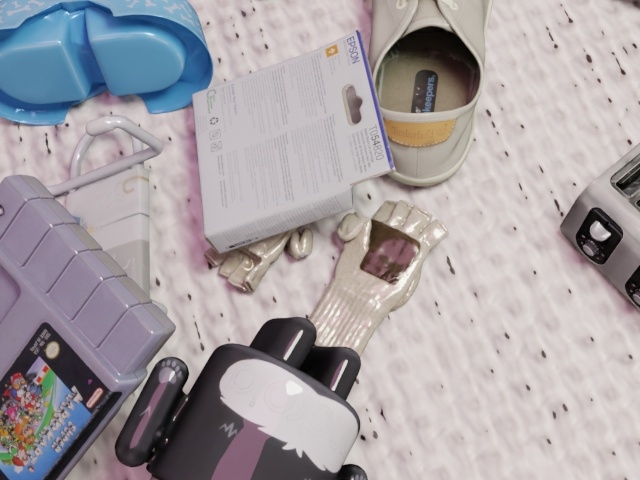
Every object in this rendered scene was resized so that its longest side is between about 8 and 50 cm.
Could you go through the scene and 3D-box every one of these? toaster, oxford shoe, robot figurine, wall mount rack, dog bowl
[{"bbox_3d":[0.384,-0.022,1.000,0.185,0.110,0.168,-37,71,-10],"label":"toaster"},{"bbox_3d":[0.130,-0.287,1.118,0.169,0.130,0.449,2,67,7],"label":"oxford shoe"},{"bbox_3d":[-0.070,0.212,0.913,0.209,0.173,0.278,22,72,20],"label":"robot figurine"},{"bbox_3d":[-0.313,0.011,1.039,0.304,0.130,0.350,-17,64,25],"label":"wall mount rack"},{"bbox_3d":[-0.277,-0.226,1.112,0.297,0.166,0.074,-7,57,2],"label":"dog bowl"}]

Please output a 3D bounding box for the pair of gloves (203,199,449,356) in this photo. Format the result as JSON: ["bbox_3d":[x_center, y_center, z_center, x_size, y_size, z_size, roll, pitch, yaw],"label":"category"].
[{"bbox_3d":[0.000,0.000,1.059,0.240,0.042,0.204,36,75,17],"label":"pair of gloves"}]

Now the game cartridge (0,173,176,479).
[{"bbox_3d":[-0.320,0.141,0.923,0.230,0.068,0.355,45,108,18],"label":"game cartridge"}]

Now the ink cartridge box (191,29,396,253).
[{"bbox_3d":[-0.033,-0.115,1.057,0.224,0.045,0.223,-18,54,13],"label":"ink cartridge box"}]
